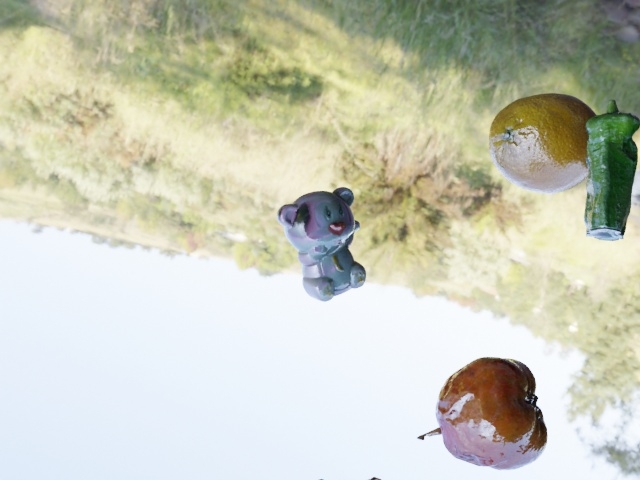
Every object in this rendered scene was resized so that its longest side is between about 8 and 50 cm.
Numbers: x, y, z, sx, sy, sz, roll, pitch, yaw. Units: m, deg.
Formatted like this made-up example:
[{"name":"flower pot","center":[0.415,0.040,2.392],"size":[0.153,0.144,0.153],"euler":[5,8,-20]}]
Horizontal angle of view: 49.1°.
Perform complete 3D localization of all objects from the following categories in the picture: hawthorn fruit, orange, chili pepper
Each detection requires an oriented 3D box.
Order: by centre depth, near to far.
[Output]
[{"name":"hawthorn fruit","center":[0.290,0.330,1.301],"size":[0.243,0.207,0.207],"euler":[-24,165,23]},{"name":"chili pepper","center":[0.558,-0.141,1.349],"size":[0.099,0.270,0.136],"euler":[4,175,36]},{"name":"orange","center":[0.527,-0.233,1.655],"size":[0.264,0.264,0.264],"euler":[19,-176,-2]}]

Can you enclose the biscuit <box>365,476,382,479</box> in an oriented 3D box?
[{"name":"biscuit","center":[0.149,0.761,2.098],"size":[0.019,0.102,0.130],"euler":[6,177,40]}]

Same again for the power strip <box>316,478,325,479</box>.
[{"name":"power strip","center":[-0.018,0.803,1.908],"size":[0.059,0.193,0.265],"euler":[58,-179,-39]}]

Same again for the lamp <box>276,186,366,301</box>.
[{"name":"lamp","center":[0.000,0.000,2.035],"size":[0.247,0.301,0.247],"euler":[-20,-161,-23]}]
